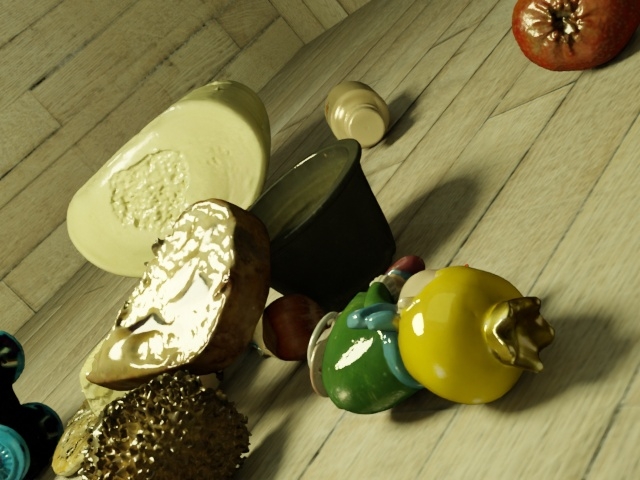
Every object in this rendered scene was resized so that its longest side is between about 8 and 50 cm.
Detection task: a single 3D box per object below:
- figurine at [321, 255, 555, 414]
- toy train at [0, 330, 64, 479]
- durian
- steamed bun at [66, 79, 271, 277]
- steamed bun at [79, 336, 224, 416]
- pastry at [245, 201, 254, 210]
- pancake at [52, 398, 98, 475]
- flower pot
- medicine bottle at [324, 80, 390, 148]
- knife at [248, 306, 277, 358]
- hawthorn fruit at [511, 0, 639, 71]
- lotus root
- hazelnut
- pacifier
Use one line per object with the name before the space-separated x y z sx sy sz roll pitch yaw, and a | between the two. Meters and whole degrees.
figurine | 0.113 0.068 0.796 0.185 0.127 0.234 -44 3 -41
toy train | -0.588 0.308 1.480 0.265 0.300 0.188 -25 3 8
durian | -0.169 0.239 0.958 0.196 0.167 0.196 -158 90 -78
steamed bun | -0.286 -0.115 1.938 0.456 0.290 0.371 -40 11 12
steamed bun | -0.209 0.169 1.228 0.170 0.152 0.238 -27 9 16
pastry | -0.049 -0.041 1.510 0.182 0.093 0.192 -47 20 -24
pancake | -0.322 0.257 1.432 0.282 0.049 0.282 -38 15 12
flower pot | 0.000 0.000 1.173 0.235 0.148 0.235 -37 18 14
medicine bottle | 0.072 -0.232 1.711 0.114 0.114 0.252 -39 15 6
knife | -0.109 0.127 1.301 0.365 0.043 0.089 -3 74 63
hawthorn fruit | 0.362 -0.306 1.250 0.165 0.165 0.285 -34 -7 24
lotus root | -0.148 0.077 1.039 0.170 0.074 0.260 21 79 40
hazelnut | -0.032 0.105 1.100 0.086 0.086 0.086 -38 16 12
pacifier | 0.029 0.117 0.947 0.078 0.081 0.099 9 46 34
